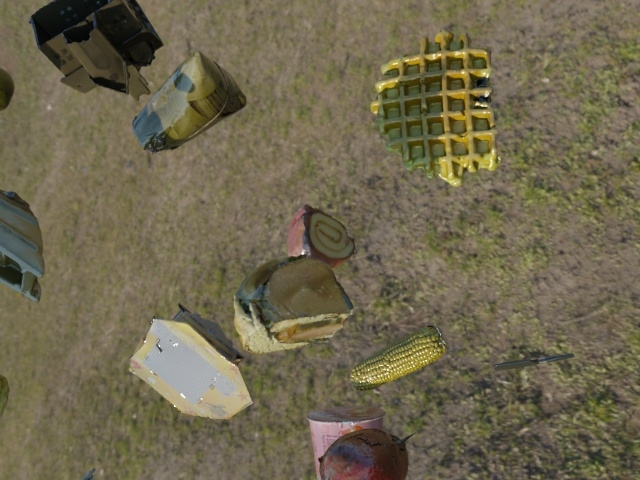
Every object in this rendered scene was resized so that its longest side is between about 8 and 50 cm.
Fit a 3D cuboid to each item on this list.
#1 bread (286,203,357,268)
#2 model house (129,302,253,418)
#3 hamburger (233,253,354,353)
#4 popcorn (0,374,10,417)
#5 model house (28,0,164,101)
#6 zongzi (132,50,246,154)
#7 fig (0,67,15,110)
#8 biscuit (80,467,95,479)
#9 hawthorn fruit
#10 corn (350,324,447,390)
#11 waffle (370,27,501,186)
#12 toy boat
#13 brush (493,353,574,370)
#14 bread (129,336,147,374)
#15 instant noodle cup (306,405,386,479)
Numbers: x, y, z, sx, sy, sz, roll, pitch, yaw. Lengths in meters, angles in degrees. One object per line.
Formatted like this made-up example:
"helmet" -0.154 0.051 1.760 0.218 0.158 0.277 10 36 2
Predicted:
"bread" -0.001 0.012 2.112 0.123 0.244 0.190 -23 50 46
"model house" -0.199 0.203 1.133 0.207 0.219 0.136 -52 0 37
"hamburger" -0.073 0.108 1.021 0.155 0.208 0.135 55 130 21
"popcorn" -0.757 0.288 1.233 0.225 0.277 0.276 173 110 -69
"model house" -0.435 -0.378 1.317 0.212 0.243 0.204 -29 53 4
"zongzi" -0.331 -0.311 1.411 0.274 0.300 0.145 -32 86 7
"fig" -0.916 -0.406 1.624 0.124 0.237 0.124 -5 82 46
"biscuit" -0.553 0.722 1.511 0.079 0.186 0.308 -8 108 21
"hawthorn fruit" 0.115 0.487 1.365 0.181 0.235 0.181 61 167 24
"corn" 0.229 0.353 1.869 0.305 0.106 0.106 -29 48 7
"waffle" 0.235 -0.259 1.194 0.309 0.065 0.283 44 91 17
"toy boat" -0.557 -0.047 0.807 0.162 0.446 0.135 -73 10 -46
"brush" 0.528 0.301 1.569 0.194 0.063 0.016 -10 67 14
"bread" -0.523 0.415 2.219 0.274 0.274 0.149 17 96 54
"instant noodle cup" 0.084 0.632 1.897 0.243 0.243 0.231 -10 82 51
